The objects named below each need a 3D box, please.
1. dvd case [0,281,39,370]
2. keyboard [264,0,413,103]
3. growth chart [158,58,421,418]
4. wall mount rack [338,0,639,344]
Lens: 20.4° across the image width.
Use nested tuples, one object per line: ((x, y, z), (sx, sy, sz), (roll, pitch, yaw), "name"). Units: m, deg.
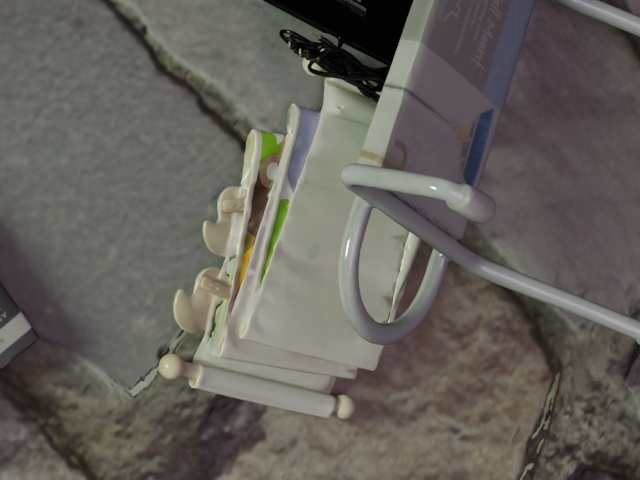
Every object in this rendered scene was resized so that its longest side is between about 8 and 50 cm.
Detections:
((-0.273, 0.021, 0.960), (0.164, 0.018, 0.221), (-41, 118, -21), "dvd case")
((0.005, -0.144, 1.095), (0.192, 0.038, 0.100), (22, 69, -45), "keyboard")
((0.000, 0.000, 1.134), (0.172, 0.021, 0.237), (27, 84, -33), "growth chart")
((0.151, -0.076, 1.140), (0.304, 0.130, 0.350), (31, 74, -51), "wall mount rack")
